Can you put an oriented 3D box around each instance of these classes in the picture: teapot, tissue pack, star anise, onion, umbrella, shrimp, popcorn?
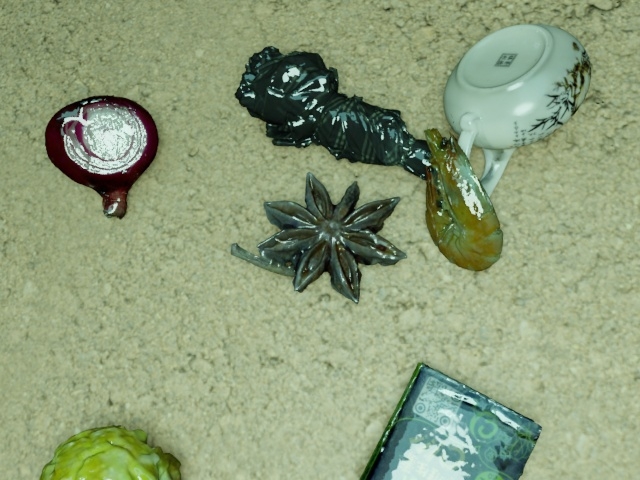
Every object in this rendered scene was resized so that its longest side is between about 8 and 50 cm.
[{"bbox_3d":[0.280,-0.206,0.870,0.208,0.166,0.300,28,86,36],"label":"teapot"},{"bbox_3d":[0.148,0.294,0.730,0.173,0.073,0.236,25,76,18],"label":"tissue pack"},{"bbox_3d":[0.000,-0.001,0.862,0.262,0.081,0.230,-18,67,-9],"label":"star anise"},{"bbox_3d":[-0.351,-0.138,0.961,0.173,0.135,0.198,-5,107,-10],"label":"onion"},{"bbox_3d":[0.035,-0.202,0.919,0.336,0.128,0.155,16,88,9],"label":"umbrella"},{"bbox_3d":[0.184,-0.055,0.822,0.115,0.051,0.217,-17,97,42],"label":"shrimp"},{"bbox_3d":[-0.251,0.337,0.739,0.212,0.198,0.198,17,71,-12],"label":"popcorn"}]
